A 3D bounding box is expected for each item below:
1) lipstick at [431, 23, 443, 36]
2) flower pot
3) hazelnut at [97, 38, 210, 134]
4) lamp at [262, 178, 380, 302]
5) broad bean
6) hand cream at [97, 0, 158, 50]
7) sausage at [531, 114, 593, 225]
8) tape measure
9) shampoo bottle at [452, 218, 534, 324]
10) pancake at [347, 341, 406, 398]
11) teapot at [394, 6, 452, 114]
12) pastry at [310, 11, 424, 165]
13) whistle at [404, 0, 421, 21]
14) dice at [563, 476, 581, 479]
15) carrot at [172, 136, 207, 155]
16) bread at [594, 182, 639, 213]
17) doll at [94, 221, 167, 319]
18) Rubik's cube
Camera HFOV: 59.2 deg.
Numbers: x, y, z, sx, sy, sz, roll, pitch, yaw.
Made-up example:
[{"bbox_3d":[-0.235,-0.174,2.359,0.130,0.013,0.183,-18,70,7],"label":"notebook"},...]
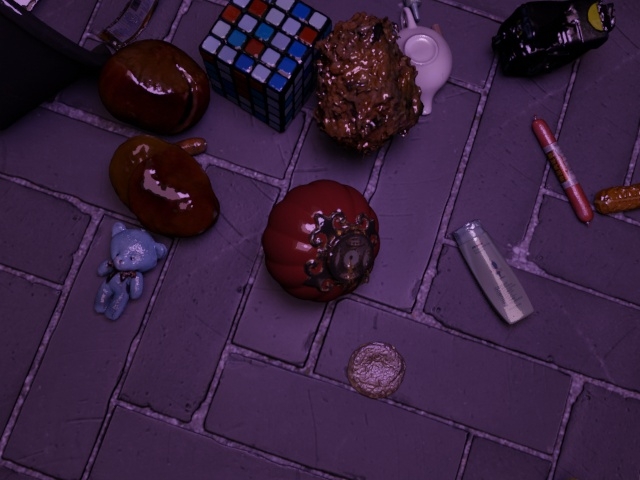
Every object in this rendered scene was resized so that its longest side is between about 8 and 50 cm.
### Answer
[{"bbox_3d":[0.255,-0.411,1.188,0.018,0.019,0.094,-16,82,-5],"label":"lipstick"},{"bbox_3d":[-0.610,-0.365,1.019,0.379,0.379,0.251,45,99,5],"label":"flower pot"},{"bbox_3d":[-0.317,-0.287,1.065,0.204,0.178,0.178,-20,80,-47],"label":"hazelnut"},{"bbox_3d":[0.000,0.000,1.027,0.226,0.227,0.227,0,81,-2],"label":"lamp"},{"bbox_3d":[-0.293,-0.099,1.059,0.156,0.122,0.228,-42,96,6],"label":"broad bean"},{"bbox_3d":[-0.386,-0.467,1.165,0.062,0.039,0.163,39,88,2],"label":"hand cream"},{"bbox_3d":[0.494,-0.146,1.150,0.034,0.034,0.253,-23,82,-6],"label":"sausage"},{"bbox_3d":[0.446,-0.393,1.112,0.198,0.186,0.112,-4,86,-7],"label":"tape measure"},{"bbox_3d":[0.336,0.060,1.103,0.072,0.049,0.213,-30,83,-2],"label":"shampoo bottle"},{"bbox_3d":[0.108,0.248,1.084,0.114,0.011,0.115,0,81,-2],"label":"pancake"},{"bbox_3d":[0.196,-0.377,1.148,0.145,0.092,0.227,-7,78,-4],"label":"teapot"},{"bbox_3d":[0.094,-0.282,1.035,0.192,0.275,0.275,11,81,17],"label":"pastry"},{"bbox_3d":[0.193,-0.513,1.193,0.035,0.035,0.100,-15,84,-4],"label":"whistle"},{"bbox_3d":[0.463,0.538,0.974,0.166,0.169,0.169,-44,85,-7],"label":"dice"},{"bbox_3d":[-0.305,-0.176,1.123,0.165,0.036,0.036,-13,82,-2],"label":"carrot"},{"bbox_3d":[0.633,-0.089,1.140,0.157,0.044,0.052,-10,79,-4],"label":"bread"},{"bbox_3d":[-0.376,0.058,1.062,0.120,0.075,0.180,26,81,5],"label":"doll"},{"bbox_3d":[-0.100,-0.354,1.081,0.182,0.187,0.184,32,79,3],"label":"Rubik's cube"}]
